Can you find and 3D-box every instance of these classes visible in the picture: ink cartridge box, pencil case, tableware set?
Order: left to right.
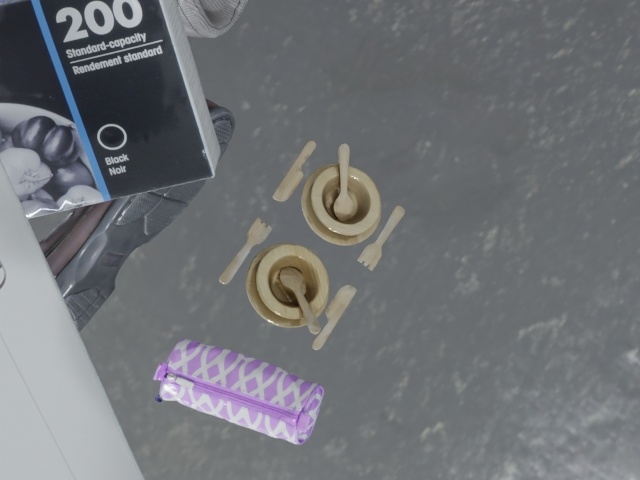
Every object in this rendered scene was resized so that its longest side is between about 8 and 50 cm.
[{"bbox_3d":[-0.188,-0.113,0.775,0.206,0.045,0.208,-13,120,4],"label":"ink cartridge box"},{"bbox_3d":[-0.099,0.183,1.513,0.206,0.088,0.086,15,87,13],"label":"pencil case"},{"bbox_3d":[0.000,0.000,1.231,0.128,0.194,0.039,36,155,-7],"label":"tableware set"}]

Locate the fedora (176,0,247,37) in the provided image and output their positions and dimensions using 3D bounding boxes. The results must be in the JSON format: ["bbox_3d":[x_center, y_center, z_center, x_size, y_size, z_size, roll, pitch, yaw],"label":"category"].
[{"bbox_3d":[-0.128,-0.267,1.074,0.124,0.244,0.275,28,171,21],"label":"fedora"}]

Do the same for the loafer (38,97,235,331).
[{"bbox_3d":[-0.209,-0.029,1.187,0.095,0.109,0.302,40,92,19],"label":"loafer"}]

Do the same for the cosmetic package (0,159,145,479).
[{"bbox_3d":[-0.200,0.132,0.444,0.097,0.284,0.377,22,143,32],"label":"cosmetic package"}]
